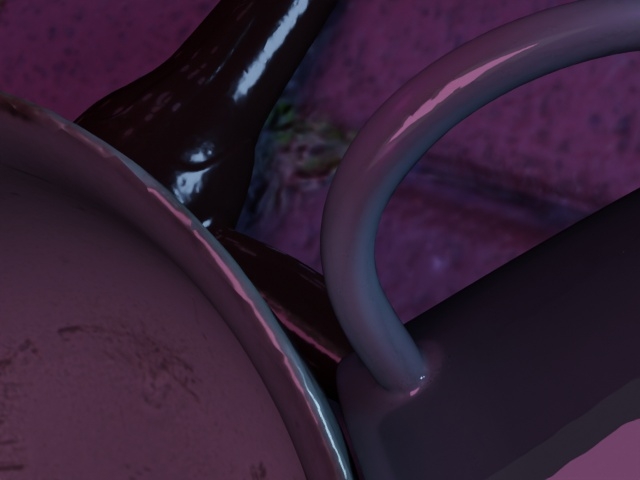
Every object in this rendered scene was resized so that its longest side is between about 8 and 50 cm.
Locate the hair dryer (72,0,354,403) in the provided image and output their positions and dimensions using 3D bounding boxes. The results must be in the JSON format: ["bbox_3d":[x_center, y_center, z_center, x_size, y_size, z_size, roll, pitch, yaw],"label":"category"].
[{"bbox_3d":[0.000,0.000,0.815,0.340,0.123,0.312,34,75,20],"label":"hair dryer"}]

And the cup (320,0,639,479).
[{"bbox_3d":[0.162,0.054,0.566,0.274,0.357,0.259,-31,24,6],"label":"cup"}]

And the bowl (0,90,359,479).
[{"bbox_3d":[-0.130,0.144,0.629,0.434,0.196,0.435,2,95,26],"label":"bowl"}]
